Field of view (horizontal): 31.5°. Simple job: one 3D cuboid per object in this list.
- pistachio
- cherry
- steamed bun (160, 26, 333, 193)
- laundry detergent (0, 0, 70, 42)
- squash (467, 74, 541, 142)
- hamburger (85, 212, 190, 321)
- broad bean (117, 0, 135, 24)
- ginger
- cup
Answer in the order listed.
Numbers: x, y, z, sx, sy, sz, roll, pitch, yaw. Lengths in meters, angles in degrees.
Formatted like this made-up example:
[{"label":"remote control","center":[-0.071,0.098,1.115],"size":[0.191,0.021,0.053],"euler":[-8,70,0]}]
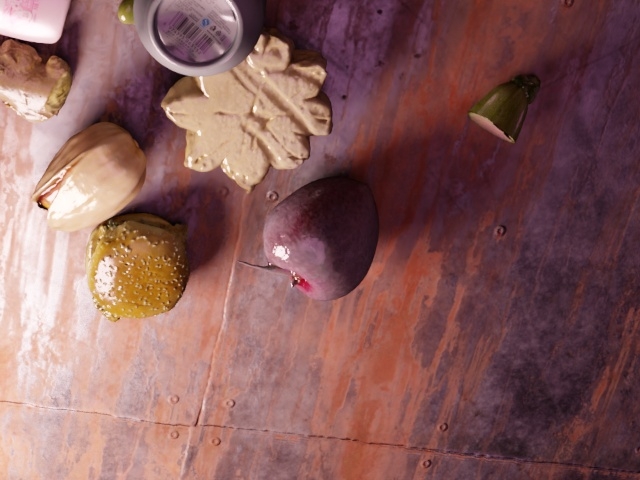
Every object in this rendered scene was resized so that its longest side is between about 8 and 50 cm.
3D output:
[{"label":"pistachio","center":[-0.402,-0.107,1.970],"size":[0.229,0.157,0.157],"euler":[-37,114,19]},{"label":"cherry","center":[0.000,0.000,2.058],"size":[0.266,0.183,0.213],"euler":[-45,127,-2]},{"label":"steamed bun","center":[-0.129,-0.237,1.964],"size":[0.292,0.137,0.296],"euler":[-6,121,-7]},{"label":"laundry detergent","center":[-0.572,-0.432,1.836],"size":[0.335,0.088,0.159],"euler":[16,110,-14]},{"label":"squash","center":[0.345,-0.255,2.054],"size":[0.105,0.105,0.132],"euler":[35,91,-20]},{"label":"hamburger","center":[-0.336,0.058,2.071],"size":[0.189,0.122,0.215],"euler":[12,114,-15]},{"label":"broad bean","center":[-0.303,-0.393,1.917],"size":[0.083,0.045,0.063],"euler":[-10,117,-12]},{"label":"ginger","center":[-0.533,-0.276,1.922],"size":[0.213,0.074,0.138],"euler":[10,112,-6]},{"label":"cup","center":[-0.180,-0.393,1.775],"size":[0.205,0.312,0.206],"euler":[-1,123,-1]}]
